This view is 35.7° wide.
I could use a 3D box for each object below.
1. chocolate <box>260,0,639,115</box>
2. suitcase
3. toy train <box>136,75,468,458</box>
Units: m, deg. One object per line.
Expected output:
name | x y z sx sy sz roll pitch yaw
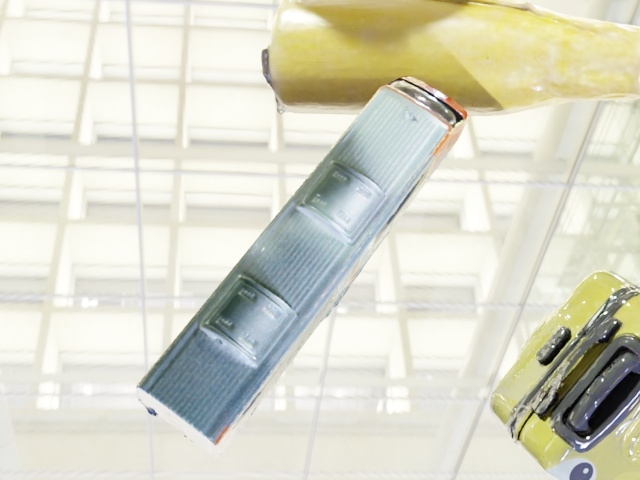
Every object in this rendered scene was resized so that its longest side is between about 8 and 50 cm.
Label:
chocolate | 0.161 -0.219 1.170 0.445 0.162 0.162 5 -135 19
suitcase | 0.288 0.152 0.956 0.194 0.235 0.143 -50 -146 6
toy train | 0.000 0.000 0.874 0.086 0.089 0.409 35 -110 9
